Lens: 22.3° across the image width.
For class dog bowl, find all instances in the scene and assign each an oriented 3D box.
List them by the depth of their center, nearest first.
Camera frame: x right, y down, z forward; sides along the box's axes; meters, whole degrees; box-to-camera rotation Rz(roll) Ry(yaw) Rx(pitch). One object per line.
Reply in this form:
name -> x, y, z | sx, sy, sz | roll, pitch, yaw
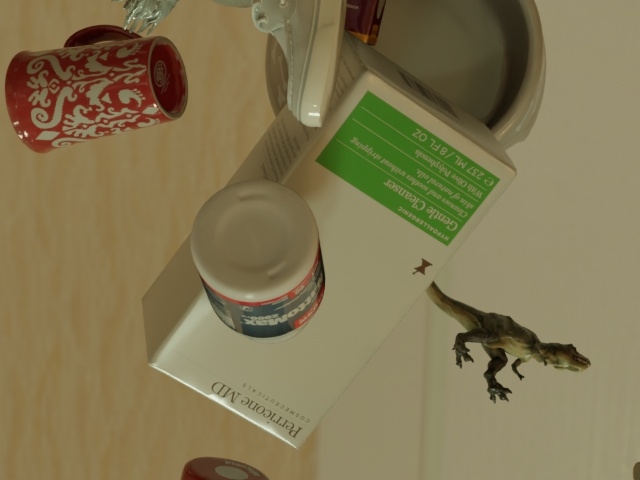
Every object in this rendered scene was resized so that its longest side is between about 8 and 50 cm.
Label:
dog bowl -> 0.107, -0.224, 1.934 | 0.349, 0.348, 0.102 | 1, 171, -3

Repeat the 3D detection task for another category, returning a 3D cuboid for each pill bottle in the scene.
pill bottle -> -0.050, 0.027, 1.416 | 0.108, 0.108, 0.180 | 3, 160, 5

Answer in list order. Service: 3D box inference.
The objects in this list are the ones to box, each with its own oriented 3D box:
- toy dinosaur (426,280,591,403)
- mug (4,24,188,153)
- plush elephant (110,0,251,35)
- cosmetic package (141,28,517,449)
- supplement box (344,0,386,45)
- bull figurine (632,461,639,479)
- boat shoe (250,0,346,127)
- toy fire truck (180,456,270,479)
toy dinosaur -> 0.217, 0.130, 2.077 | 0.268, 0.064, 0.118 | 31, -130, -11
mug -> -0.237, -0.179, 1.742 | 0.169, 0.150, 0.113 | -7, 165, 23
plush elephant -> -0.108, -0.345, 1.517 | 0.330, 0.272, 0.255 | -31, 152, 11
cosmetic package -> 0.000, 0.000, 1.621 | 0.197, 0.365, 0.155 | 31, -165, -20
supplement box -> 0.036, -0.302, 1.681 | 0.081, 0.188, 0.104 | 14, -172, 6
bull figurine -> 0.381, 0.271, 1.440 | 0.188, 0.101, 0.310 | -2, -141, -20
boat shoe -> -0.015, -0.167, 1.099 | 0.063, 0.184, 0.066 | 3, 172, 5
toy fire truck -> -0.020, 0.349, 1.803 | 0.302, 0.169, 0.254 | 20, -167, 36
